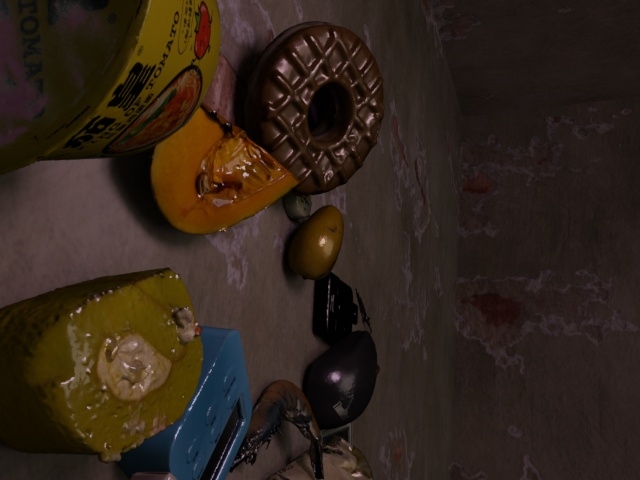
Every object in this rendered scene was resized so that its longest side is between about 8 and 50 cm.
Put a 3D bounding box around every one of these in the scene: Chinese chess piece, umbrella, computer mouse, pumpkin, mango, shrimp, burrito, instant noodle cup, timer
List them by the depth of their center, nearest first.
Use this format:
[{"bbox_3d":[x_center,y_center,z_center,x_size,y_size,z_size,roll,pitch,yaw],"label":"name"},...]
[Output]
[{"bbox_3d":[-0.244,-0.209,0.632,0.254,0.326,0.325,-12,98,-79],"label":"instant noodle cup"},{"bbox_3d":[-0.167,0.275,1.023,0.232,0.091,0.250,-67,151,-42],"label":"timer"},{"bbox_3d":[-0.182,-0.109,1.054,0.169,0.148,0.312,-53,146,3],"label":"pumpkin"},{"bbox_3d":[-0.063,0.372,1.264,0.198,0.051,0.262,55,29,-5],"label":"shrimp"},{"bbox_3d":[0.017,0.514,1.410,0.135,0.190,0.332,-60,160,12],"label":"burrito"},{"bbox_3d":[0.000,0.000,1.472,0.137,0.098,0.195,103,11,-49],"label":"mango"},{"bbox_3d":[-0.048,-0.086,1.482,0.084,0.034,0.084,-4,90,-69],"label":"Chinese chess piece"},{"bbox_3d":[0.065,0.314,1.578,0.269,0.100,0.170,-29,123,-59],"label":"computer mouse"},{"bbox_3d":[0.040,0.160,1.647,0.187,0.055,0.144,39,51,-64],"label":"timer"},{"bbox_3d":[0.117,0.188,1.896,0.022,0.022,0.148,-136,-151,-62],"label":"umbrella"}]

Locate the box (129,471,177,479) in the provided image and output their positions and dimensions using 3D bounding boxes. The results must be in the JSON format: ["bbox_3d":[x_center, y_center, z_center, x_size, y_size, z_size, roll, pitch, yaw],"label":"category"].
[{"bbox_3d":[-0.190,0.455,0.740,0.214,0.069,0.353,57,36,-32],"label":"box"}]

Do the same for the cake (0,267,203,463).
[{"bbox_3d":[-0.242,0.136,0.780,0.260,0.156,0.179,-26,104,-66],"label":"cake"}]

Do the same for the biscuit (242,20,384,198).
[{"bbox_3d":[-0.006,-0.249,1.345,0.332,0.103,0.332,-18,117,-39],"label":"biscuit"}]

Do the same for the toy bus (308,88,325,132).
[{"bbox_3d":[-0.030,-0.259,1.465,0.087,0.098,0.178,-72,151,-46],"label":"toy bus"}]

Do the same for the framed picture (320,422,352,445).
[{"bbox_3d":[0.038,0.559,1.628,0.232,0.019,0.296,14,74,-68],"label":"framed picture"}]
